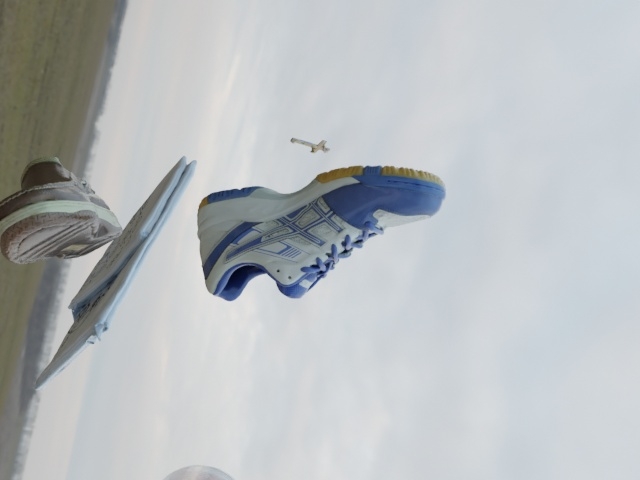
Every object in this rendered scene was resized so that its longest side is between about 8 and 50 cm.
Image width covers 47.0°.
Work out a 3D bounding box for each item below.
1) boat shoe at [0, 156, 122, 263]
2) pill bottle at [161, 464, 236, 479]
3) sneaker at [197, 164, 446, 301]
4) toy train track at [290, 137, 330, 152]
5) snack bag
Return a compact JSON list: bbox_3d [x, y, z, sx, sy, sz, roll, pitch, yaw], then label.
[{"bbox_3d":[-0.276,-0.035,0.742,0.095,0.095,0.257,62,-7,0],"label":"boat shoe"},{"bbox_3d":[-0.096,0.217,0.553,0.152,0.086,0.086,108,-9,-80],"label":"pill bottle"},{"bbox_3d":[0.000,0.000,0.821,0.296,0.112,0.131,-10,-107,24],"label":"sneaker"},{"bbox_3d":[-0.019,-0.178,1.400,0.048,0.083,0.014,-37,-132,49],"label":"toy train track"},{"bbox_3d":[-0.333,0.057,1.162,0.323,0.037,0.343,-36,-154,45],"label":"snack bag"}]
